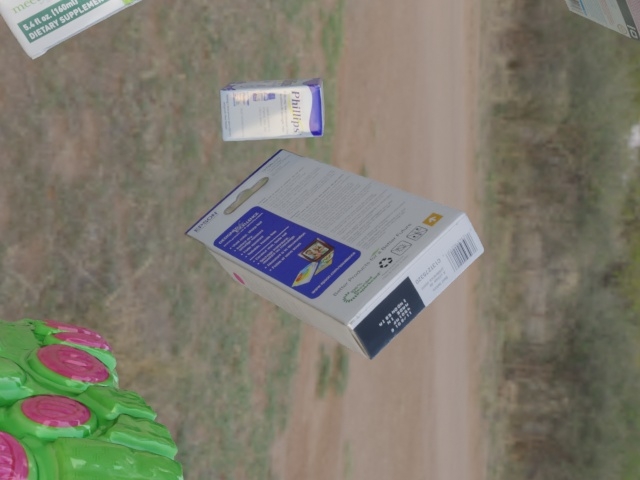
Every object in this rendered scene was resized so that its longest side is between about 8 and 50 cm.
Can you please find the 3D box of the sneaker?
[{"bbox_3d":[-0.191,0.168,0.585,0.483,0.185,0.202,-148,-107,-78],"label":"sneaker"}]

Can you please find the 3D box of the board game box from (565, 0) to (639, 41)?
[{"bbox_3d":[0.391,-0.308,1.169,0.097,0.303,0.224,-49,141,-1],"label":"board game box"}]

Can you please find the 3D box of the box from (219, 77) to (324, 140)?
[{"bbox_3d":[-0.064,-0.183,1.437,0.126,0.137,0.072,-85,173,-76],"label":"box"}]

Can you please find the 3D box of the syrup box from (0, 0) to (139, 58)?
[{"bbox_3d":[-0.216,-0.253,0.688,0.237,0.093,0.096,60,5,-30],"label":"syrup box"}]

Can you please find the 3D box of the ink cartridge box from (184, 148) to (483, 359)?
[{"bbox_3d":[0.000,0.000,1.194,0.176,0.371,0.069,-42,126,-16],"label":"ink cartridge box"}]
